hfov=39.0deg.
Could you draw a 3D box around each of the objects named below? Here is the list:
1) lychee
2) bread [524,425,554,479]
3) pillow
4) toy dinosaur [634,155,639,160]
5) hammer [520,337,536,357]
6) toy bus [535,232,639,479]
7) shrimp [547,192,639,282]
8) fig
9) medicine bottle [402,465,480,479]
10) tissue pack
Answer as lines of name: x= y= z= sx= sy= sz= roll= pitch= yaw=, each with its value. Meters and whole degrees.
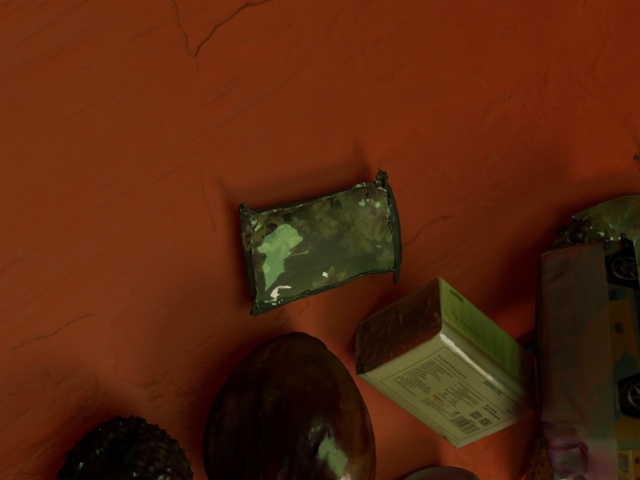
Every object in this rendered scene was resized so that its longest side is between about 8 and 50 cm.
lychee: x=-0.232 y=0.311 z=1.092 sx=0.188 sy=0.188 sz=0.188 roll=-4 pitch=99 yaw=-30
bread: x=0.517 y=0.369 z=1.493 sx=0.315 sy=0.248 sz=0.279 roll=28 pitch=82 yaw=-20
pillow: x=0.000 y=0.000 z=1.250 sx=0.254 sy=0.059 sz=0.169 roll=-14 pitch=103 yaw=-26
toy dinosaur: x=0.595 y=-0.129 z=1.588 sx=0.180 sy=0.058 sz=0.037 roll=10 pitch=99 yaw=-44
hammer: x=0.409 y=0.158 z=1.511 sx=0.193 sy=0.069 sz=0.116 roll=-24 pitch=109 yaw=-17
toy bus: x=0.399 y=0.185 z=1.320 sx=0.386 sy=0.162 sz=0.171 roll=-81 pitch=156 yaw=-43
shrimp: x=0.496 y=0.010 z=1.532 sx=0.317 sy=0.077 sz=0.168 roll=-11 pitch=105 yaw=-32
fig: x=-0.039 y=0.254 z=1.176 sx=0.223 sy=0.224 sz=0.263 roll=-9 pitch=83 yaw=-29
medicine bottle: x=0.196 y=0.498 z=1.388 sx=0.133 sy=0.133 sz=0.274 roll=-13 pitch=103 yaw=-28
tissue pack: x=0.186 y=0.182 z=1.312 sx=0.234 sy=0.159 sz=0.125 roll=38 pitch=36 yaw=-27
